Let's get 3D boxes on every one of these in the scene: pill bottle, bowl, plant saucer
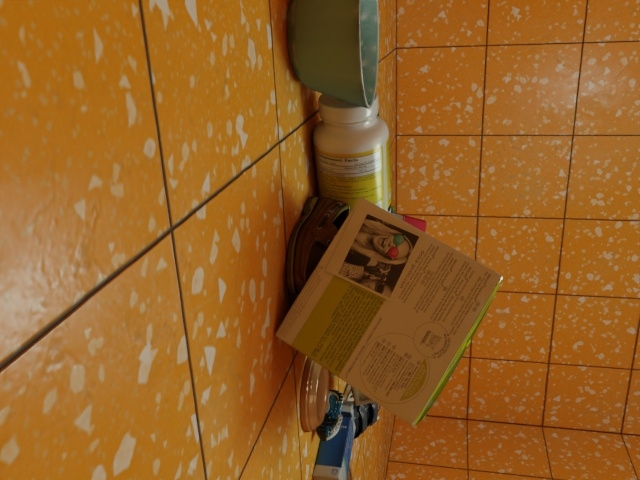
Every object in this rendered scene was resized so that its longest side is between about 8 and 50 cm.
[{"bbox_3d":[0.079,-0.201,1.526,0.188,0.188,0.334,-72,160,-53],"label":"pill bottle"},{"bbox_3d":[0.028,-0.440,1.304,0.311,0.163,0.311,3,90,-78],"label":"bowl"},{"bbox_3d":[-0.011,0.387,1.564,0.200,0.037,0.200,2,90,-79],"label":"plant saucer"}]

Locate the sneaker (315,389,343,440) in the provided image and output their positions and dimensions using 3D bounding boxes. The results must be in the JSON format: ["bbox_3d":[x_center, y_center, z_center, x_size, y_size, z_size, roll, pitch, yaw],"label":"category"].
[{"bbox_3d":[0.029,0.503,1.704,0.191,0.071,0.083,-60,155,-65],"label":"sneaker"}]

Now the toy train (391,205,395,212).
[{"bbox_3d":[0.214,-0.109,2.283,0.248,0.143,0.105,-51,142,-70],"label":"toy train"}]

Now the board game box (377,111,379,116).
[{"bbox_3d":[0.134,-0.223,1.841,0.317,0.046,0.213,110,-24,-73],"label":"board game box"}]

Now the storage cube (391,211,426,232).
[{"bbox_3d":[0.168,0.006,1.730,0.193,0.215,0.184,7,95,-62],"label":"storage cube"}]

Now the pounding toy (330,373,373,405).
[{"bbox_3d":[0.116,0.375,1.830,0.094,0.181,0.206,-111,-171,-77],"label":"pounding toy"}]

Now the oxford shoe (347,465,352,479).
[{"bbox_3d":[0.049,0.745,1.838,0.076,0.076,0.212,-11,102,-67],"label":"oxford shoe"}]

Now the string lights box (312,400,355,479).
[{"bbox_3d":[0.046,0.606,1.772,0.260,0.076,0.133,-73,161,-52],"label":"string lights box"}]

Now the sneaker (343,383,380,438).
[{"bbox_3d":[0.135,0.575,2.082,0.321,0.127,0.126,-57,148,-65],"label":"sneaker"}]

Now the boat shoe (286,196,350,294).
[{"bbox_3d":[0.000,0.000,1.383,0.307,0.104,0.111,-75,163,-45],"label":"boat shoe"}]

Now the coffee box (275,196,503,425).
[{"bbox_3d":[0.160,0.168,1.343,0.338,0.334,0.337,-58,163,-6],"label":"coffee box"}]
